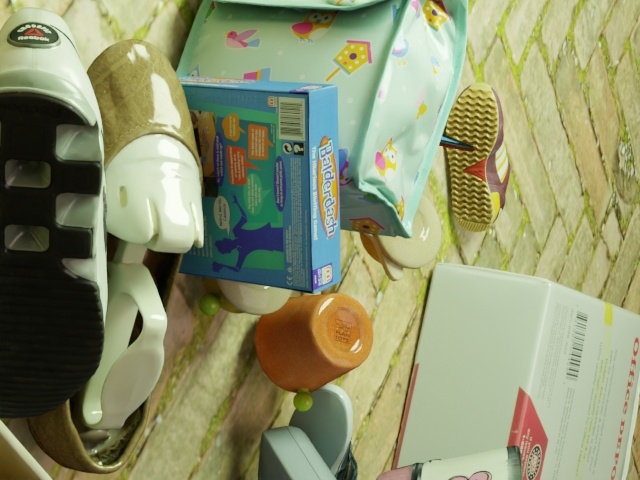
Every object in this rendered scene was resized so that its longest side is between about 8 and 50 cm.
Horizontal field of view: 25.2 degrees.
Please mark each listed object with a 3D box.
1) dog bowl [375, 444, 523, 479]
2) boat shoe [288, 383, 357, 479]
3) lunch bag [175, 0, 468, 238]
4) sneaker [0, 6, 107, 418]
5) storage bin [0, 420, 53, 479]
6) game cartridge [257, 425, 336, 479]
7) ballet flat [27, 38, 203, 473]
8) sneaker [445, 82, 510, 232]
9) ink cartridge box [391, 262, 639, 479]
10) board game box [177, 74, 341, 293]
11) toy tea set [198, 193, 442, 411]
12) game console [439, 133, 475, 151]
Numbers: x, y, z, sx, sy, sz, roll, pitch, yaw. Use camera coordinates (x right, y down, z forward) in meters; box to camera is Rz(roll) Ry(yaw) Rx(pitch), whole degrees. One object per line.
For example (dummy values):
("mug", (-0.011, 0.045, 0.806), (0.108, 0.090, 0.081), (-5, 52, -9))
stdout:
("dog bowl", (0.122, 0.408, 1.447), (0.408, 0.150, 0.408), (2, 90, -85))
("boat shoe", (0.006, 0.214, 1.483), (0.083, 0.065, 0.183), (-38, 146, -56))
("lunch bag", (-0.002, -0.150, 1.253), (0.160, 0.223, 0.262), (40, 61, -54))
("sneaker", (-0.204, -0.013, 1.014), (0.146, 0.122, 0.331), (-98, -159, -48))
("storage bin", (-0.329, 0.184, 0.890), (0.260, 0.123, 0.262), (-61, 143, -31))
("game cartridge", (-0.016, 0.341, 1.378), (0.198, 0.062, 0.297), (-126, -146, -68))
("ballet flat", (-0.148, 0.025, 1.089), (0.116, 0.124, 0.342), (7, 103, -35))
("sneaker", (0.195, -0.108, 1.743), (0.084, 0.069, 0.186), (-41, 136, -59))
("ink cartridge box", (0.267, 0.201, 1.824), (0.384, 0.160, 0.279), (20, 81, -57))
("board game box", (-0.084, -0.050, 1.155), (0.047, 0.210, 0.160), (-22, 116, -56))
("toy tea set", (0.000, 0.000, 1.434), (0.200, 0.124, 0.336), (48, 54, -15))
("game console", (0.071, -0.144, 1.393), (0.144, 0.085, 0.124), (9, 71, -34))
